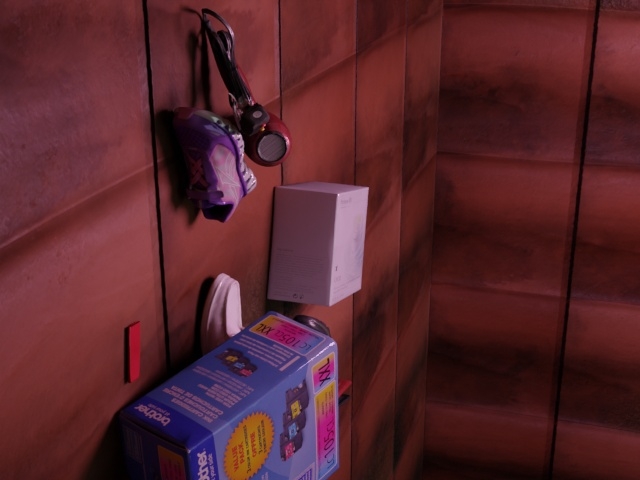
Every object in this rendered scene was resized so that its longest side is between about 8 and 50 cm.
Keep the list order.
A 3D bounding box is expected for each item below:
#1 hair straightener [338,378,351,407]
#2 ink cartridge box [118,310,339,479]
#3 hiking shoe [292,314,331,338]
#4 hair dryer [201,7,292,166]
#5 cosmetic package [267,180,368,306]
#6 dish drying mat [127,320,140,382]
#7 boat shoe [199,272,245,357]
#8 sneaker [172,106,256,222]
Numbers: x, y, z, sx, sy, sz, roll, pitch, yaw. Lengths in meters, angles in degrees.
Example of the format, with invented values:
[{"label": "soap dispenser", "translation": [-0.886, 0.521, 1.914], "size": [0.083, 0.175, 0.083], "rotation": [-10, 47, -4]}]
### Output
[{"label": "hair straightener", "translation": [0.022, 0.418, 2.275], "size": [0.230, 0.047, 0.089], "rotation": [-42, 135, -64]}, {"label": "ink cartridge box", "translation": [-0.146, 0.324, 1.427], "size": [0.395, 0.151, 0.270], "rotation": [-30, 129, -42]}, {"label": "hiking shoe", "translation": [-0.026, 0.257, 1.998], "size": [0.226, 0.086, 0.114], "rotation": [81, 20, -43]}, {"label": "hair dryer", "translation": [-0.108, -0.224, 1.484], "size": [0.293, 0.080, 0.223], "rotation": [91, -20, -73]}, {"label": "cosmetic package", "translation": [0.000, 0.000, 1.904], "size": [0.224, 0.138, 0.224], "rotation": [-20, 114, -71]}, {"label": "dish drying mat", "translation": [-0.266, 0.158, 1.337], "size": [0.032, 0.008, 0.083], "rotation": [-33, 127, -69]}, {"label": "boat shoe", "translation": [-0.144, 0.193, 1.584], "size": [0.098, 0.096, 0.277], "rotation": [-31, 125, -68]}, {"label": "sneaker", "translation": [-0.168, -0.106, 1.420], "size": [0.236, 0.095, 0.104], "rotation": [68, 42, -58]}]
